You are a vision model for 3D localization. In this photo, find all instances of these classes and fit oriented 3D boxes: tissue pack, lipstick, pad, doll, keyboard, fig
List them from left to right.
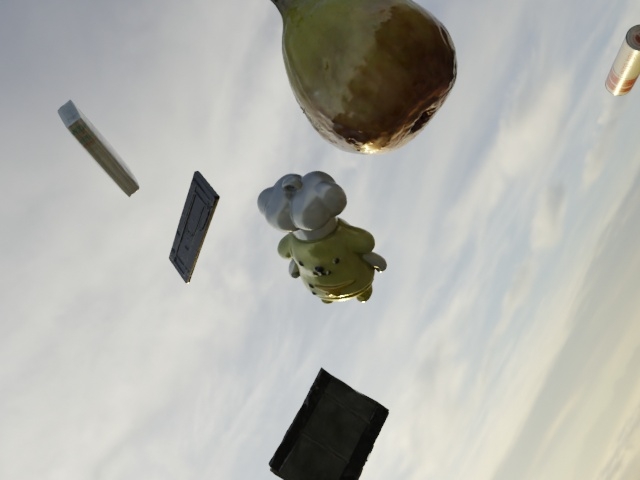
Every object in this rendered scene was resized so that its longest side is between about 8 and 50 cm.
[{"bbox_3d":[-0.239,-0.098,0.763,0.023,0.056,0.108,-37,-49,-4],"label":"tissue pack"},{"bbox_3d":[-0.199,-0.016,1.097,0.013,0.061,0.204,-21,-29,-39],"label":"keyboard"},{"bbox_3d":[0.000,0.000,0.681,0.062,0.106,0.162,-74,-33,-43],"label":"doll"},{"bbox_3d":[0.007,-0.195,0.701,0.159,0.257,0.159,-51,-1,-1],"label":"fig"},{"bbox_3d":[0.019,0.383,1.366,0.233,0.174,0.022,-60,5,-31],"label":"pad"},{"bbox_3d":[0.408,-0.236,0.934,0.038,0.038,0.130,-62,-16,-7],"label":"lipstick"}]
